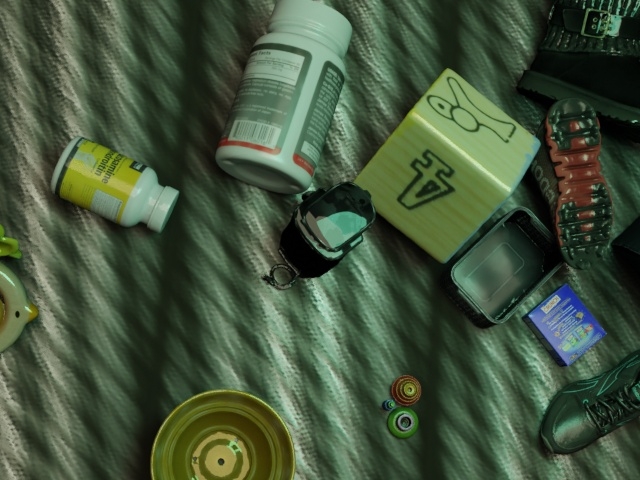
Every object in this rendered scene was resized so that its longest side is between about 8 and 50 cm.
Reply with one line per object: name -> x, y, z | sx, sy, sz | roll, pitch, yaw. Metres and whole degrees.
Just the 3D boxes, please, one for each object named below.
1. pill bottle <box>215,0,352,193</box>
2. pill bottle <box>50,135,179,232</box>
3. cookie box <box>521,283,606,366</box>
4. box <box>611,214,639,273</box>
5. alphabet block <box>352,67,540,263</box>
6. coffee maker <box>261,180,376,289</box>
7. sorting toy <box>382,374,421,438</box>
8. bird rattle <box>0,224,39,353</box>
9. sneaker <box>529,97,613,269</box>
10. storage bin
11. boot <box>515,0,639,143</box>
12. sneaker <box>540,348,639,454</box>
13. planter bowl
pill bottle -> -0.053, -0.232, 1.695 | 0.161, 0.161, 0.283 | 19, 77, -4
pill bottle -> -0.321, -0.083, 1.655 | 0.184, 0.103, 0.103 | 25, 77, -3
cookie box -> 0.405, 0.141, 1.752 | 0.092, 0.040, 0.107 | -37, 87, -13
box -> 0.811, 0.012, 1.641 | 0.480, 0.297, 0.472 | 45, 95, 2
alphabet block -> 0.198, -0.119, 1.661 | 0.197, 0.193, 0.192 | 40, 38, 1
coffee maker -> 0.000, 0.000, 1.649 | 0.120, 0.178, 0.171 | 28, 76, -1
sorting toy -> 0.133, 0.266, 1.687 | 0.061, 0.042, 0.101 | 5, 79, -7
bird rattle -> -0.547, 0.092, 1.583 | 0.253, 0.143, 0.207 | -41, 104, -10
sneaker -> 0.405, -0.087, 1.710 | 0.098, 0.135, 0.276 | -6, 85, -11
storage bin -> 0.299, 0.046, 1.733 | 0.180, 0.084, 0.122 | -42, 87, -14
boot -> 0.516, -0.313, 1.731 | 0.348, 0.131, 0.260 | 26, 92, 23
sneaker -> 0.474, 0.254, 1.709 | 0.267, 0.106, 0.101 | -34, 87, -12
planter bowl -> -0.150, 0.339, 1.607 | 0.217, 0.090, 0.217 | 2, 79, -7
